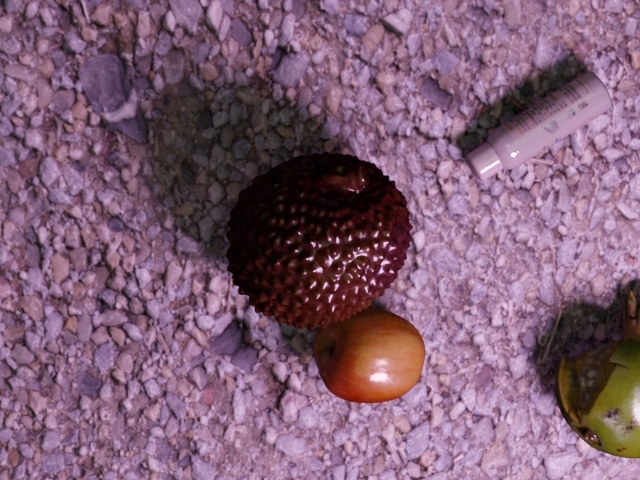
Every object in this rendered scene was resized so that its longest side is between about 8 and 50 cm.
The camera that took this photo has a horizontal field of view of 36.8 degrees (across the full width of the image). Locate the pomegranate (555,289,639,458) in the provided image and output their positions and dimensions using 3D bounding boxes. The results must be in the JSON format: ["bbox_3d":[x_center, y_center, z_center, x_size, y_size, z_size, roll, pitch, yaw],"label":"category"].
[{"bbox_3d":[0.561,0.244,1.745,0.236,0.236,0.302,33,70,-10],"label":"pomegranate"}]

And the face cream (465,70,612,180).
[{"bbox_3d":[0.381,-0.196,1.704,0.269,0.082,0.082,-32,102,3],"label":"face cream"}]

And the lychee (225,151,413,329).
[{"bbox_3d":[0.000,0.000,1.602,0.306,0.306,0.330,15,128,-7],"label":"lychee"}]

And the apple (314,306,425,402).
[{"bbox_3d":[0.090,0.200,1.704,0.199,0.199,0.199,-1,101,-5],"label":"apple"}]
